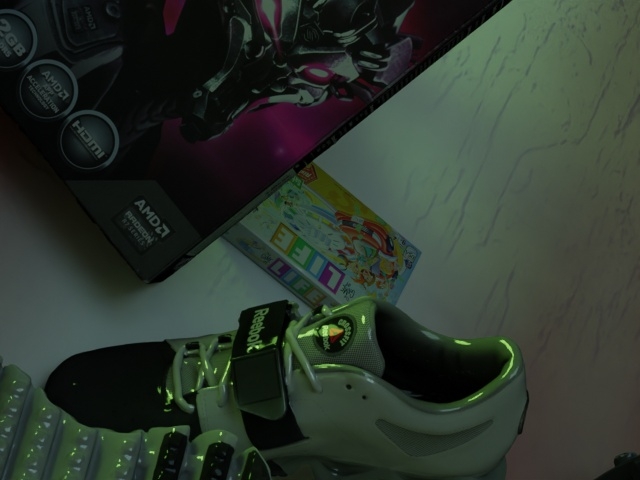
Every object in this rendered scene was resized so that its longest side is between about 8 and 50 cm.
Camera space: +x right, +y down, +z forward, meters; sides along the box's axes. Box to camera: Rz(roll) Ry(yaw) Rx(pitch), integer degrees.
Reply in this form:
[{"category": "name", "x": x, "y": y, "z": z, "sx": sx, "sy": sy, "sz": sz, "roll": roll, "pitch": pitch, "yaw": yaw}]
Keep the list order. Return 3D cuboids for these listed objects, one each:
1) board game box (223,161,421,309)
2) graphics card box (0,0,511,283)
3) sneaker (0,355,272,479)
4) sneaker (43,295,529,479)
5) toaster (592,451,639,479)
[{"category": "board game box", "x": 0.000, "y": 0.000, "z": 1.390, "sx": 0.154, "sy": 0.026, "sz": 0.103, "roll": 39, "pitch": 46, "yaw": -10}, {"category": "graphics card box", "x": -0.050, "y": -0.169, "z": 1.256, "sx": 0.232, "sy": 0.371, "sz": 0.094, "roll": 52, "pitch": 2, "yaw": 1}, {"category": "sneaker", "x": -0.179, "y": 0.153, "z": 1.105, "sx": 0.292, "sy": 0.118, "sz": 0.110, "roll": 21, "pitch": 54, "yaw": -1}, {"category": "sneaker", "x": -0.019, "y": 0.089, "z": 1.187, "sx": 0.331, "sy": 0.146, "sz": 0.122, "roll": 4, "pitch": 46, "yaw": -10}, {"category": "toaster", "x": 0.308, "y": 0.268, "z": 1.381, "sx": 0.146, "sy": 0.129, "sz": 0.227, "roll": -3, "pitch": 63, "yaw": -41}]
